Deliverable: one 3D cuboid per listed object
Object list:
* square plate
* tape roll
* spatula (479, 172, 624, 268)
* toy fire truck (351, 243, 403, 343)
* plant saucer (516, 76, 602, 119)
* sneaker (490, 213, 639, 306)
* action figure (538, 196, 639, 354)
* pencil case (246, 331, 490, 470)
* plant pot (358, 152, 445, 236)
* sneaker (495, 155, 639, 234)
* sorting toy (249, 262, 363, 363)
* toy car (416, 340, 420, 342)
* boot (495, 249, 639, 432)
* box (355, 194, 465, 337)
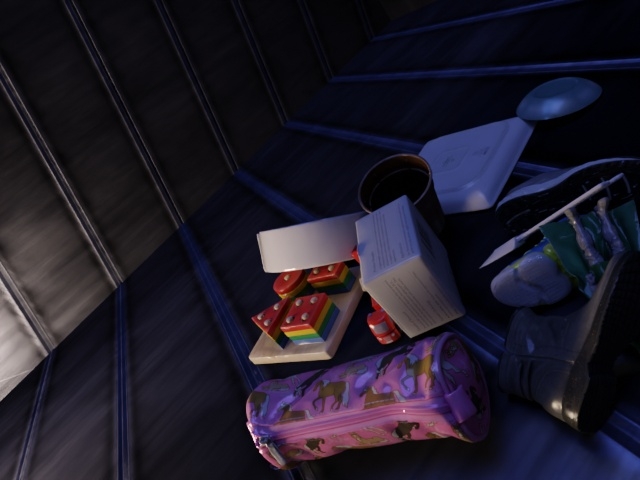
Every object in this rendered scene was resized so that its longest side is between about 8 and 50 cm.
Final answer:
[{"bbox_3d":[0.337,-0.188,1.365,0.344,0.049,0.347,-7,39,50],"label":"square plate"},{"bbox_3d":[0.000,0.000,1.276,0.287,0.100,0.286,-11,3,1],"label":"tape roll"},{"bbox_3d":[0.386,-0.031,0.904,0.168,0.019,0.242,-16,-19,-49],"label":"spatula"},{"bbox_3d":[0.112,0.097,1.076,0.047,0.135,0.192,-27,27,25],"label":"toy fire truck"},{"bbox_3d":[0.570,-0.354,1.299,0.195,0.037,0.195,-20,28,11],"label":"plant saucer"},{"bbox_3d":[0.394,0.028,0.889,0.240,0.091,0.126,-24,16,15],"label":"sneaker"},{"bbox_3d":[0.412,0.053,0.748,0.137,0.063,0.232,-20,60,17],"label":"action figure"},{"bbox_3d":[0.067,0.257,0.840,0.386,0.160,0.167,-23,37,30],"label":"pencil case"},{"bbox_3d":[0.194,-0.078,1.195,0.167,0.165,0.166,-18,49,22],"label":"plant pot"},{"bbox_3d":[0.458,-0.099,0.989,0.272,0.100,0.108,-17,25,38],"label":"sneaker"},{"bbox_3d":[-0.042,0.152,1.251,0.256,0.089,0.257,-15,34,41],"label":"sorting toy"},{"bbox_3d":[0.157,0.218,0.923,0.122,0.040,0.060,-46,25,-16],"label":"toy car"},{"bbox_3d":[0.324,0.115,0.723,0.161,0.084,0.246,24,96,61],"label":"boot"},{"bbox_3d":[0.165,0.049,1.009,0.119,0.182,0.180,-28,35,21],"label":"box"}]
